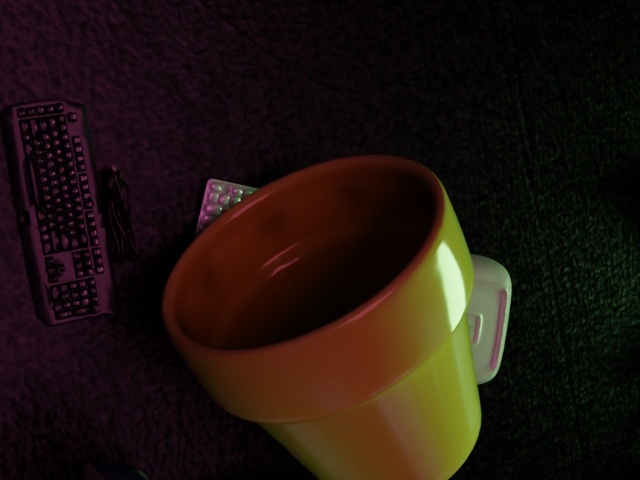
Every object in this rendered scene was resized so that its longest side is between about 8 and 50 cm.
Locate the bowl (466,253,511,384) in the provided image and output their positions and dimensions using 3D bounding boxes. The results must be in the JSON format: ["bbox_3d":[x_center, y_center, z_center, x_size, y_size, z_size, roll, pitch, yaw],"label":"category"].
[{"bbox_3d":[0.136,0.085,1.039,0.142,0.053,0.142,4,98,-29],"label":"bowl"}]

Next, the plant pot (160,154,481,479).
[{"bbox_3d":[0.027,0.093,0.884,0.254,0.254,0.239,-39,122,-20],"label":"plant pot"}]

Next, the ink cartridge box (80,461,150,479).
[{"bbox_3d":[-0.159,0.367,0.761,0.071,0.324,0.330,18,85,-26],"label":"ink cartridge box"}]

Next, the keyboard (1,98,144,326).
[{"bbox_3d":[-0.205,-0.027,0.871,0.100,0.038,0.192,-13,100,-26],"label":"keyboard"}]

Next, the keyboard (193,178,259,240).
[{"bbox_3d":[0.000,0.000,0.991,0.256,0.014,0.072,11,88,-27],"label":"keyboard"}]
